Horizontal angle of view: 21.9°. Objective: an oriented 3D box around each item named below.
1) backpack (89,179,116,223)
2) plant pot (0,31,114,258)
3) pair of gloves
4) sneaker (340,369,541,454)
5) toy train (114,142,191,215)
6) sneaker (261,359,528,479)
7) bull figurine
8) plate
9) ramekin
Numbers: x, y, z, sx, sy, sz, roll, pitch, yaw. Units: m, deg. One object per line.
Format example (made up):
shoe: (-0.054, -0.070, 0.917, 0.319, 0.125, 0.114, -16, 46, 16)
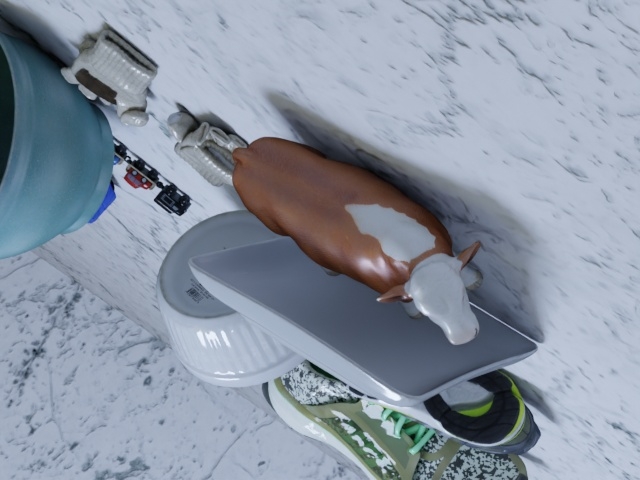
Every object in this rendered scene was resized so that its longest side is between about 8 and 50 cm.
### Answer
backpack: (-0.360, -0.076, 2.402, 0.098, 0.101, 0.120, 40, 172, 19)
plant pot: (-0.378, -0.106, 2.024, 0.196, 0.293, 0.293, 12, -172, -44)
pair of gloves: (-0.176, -0.133, 1.831, 0.240, 0.042, 0.204, 40, 167, -15)
sneaker: (0.137, 0.186, 1.989, 0.300, 0.111, 0.121, 28, 169, 42)
toy train: (-0.240, -0.085, 2.182, 0.158, 0.036, 0.027, 39, 167, -7)
sneaker: (0.091, 0.229, 2.225, 0.410, 0.158, 0.182, 26, 147, 23)
bull figurine: (0.050, 0.000, 1.555, 0.310, 0.101, 0.188, 36, 175, 28)
plate: (0.043, 0.079, 1.647, 0.278, 0.045, 0.277, 30, -159, 26)
ramekin: (-0.095, 0.060, 1.955, 0.207, 0.207, 0.109, 27, 155, 37)
